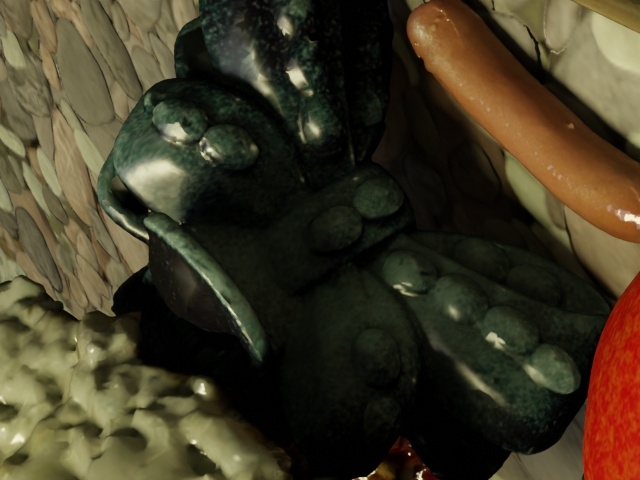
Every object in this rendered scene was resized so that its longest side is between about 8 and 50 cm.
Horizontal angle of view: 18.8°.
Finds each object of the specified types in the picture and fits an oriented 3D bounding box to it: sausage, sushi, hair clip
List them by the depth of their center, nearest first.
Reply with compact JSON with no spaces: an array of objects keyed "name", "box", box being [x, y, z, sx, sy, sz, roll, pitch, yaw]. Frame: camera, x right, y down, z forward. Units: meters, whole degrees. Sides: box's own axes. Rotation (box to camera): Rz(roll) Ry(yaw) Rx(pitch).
[{"name":"sausage","box":[0.110,-0.057,0.957,0.186,0.043,0.043,46,152,30]},{"name":"sushi","box":[-0.099,0.149,0.972,0.343,0.196,0.182,26,170,40]},{"name":"hair clip","box":[-0.003,0.005,1.036,0.310,0.206,0.194,57,156,8]}]

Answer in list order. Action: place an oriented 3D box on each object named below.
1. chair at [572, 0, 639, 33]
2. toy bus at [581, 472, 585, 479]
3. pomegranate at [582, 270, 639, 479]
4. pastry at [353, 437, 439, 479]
[{"name":"chair","box":[0.118,-0.183,0.640,0.272,0.188,0.166,34,144,39]},{"name":"toy bus","box":[0.154,0.196,1.067,0.091,0.103,0.182,28,151,2]},{"name":"pomegranate","box":[0.215,0.087,0.711,0.256,0.221,0.221,42,164,-25]},{"name":"pastry","box":[0.025,0.116,1.235,0.209,0.097,0.115,63,162,-2]}]
